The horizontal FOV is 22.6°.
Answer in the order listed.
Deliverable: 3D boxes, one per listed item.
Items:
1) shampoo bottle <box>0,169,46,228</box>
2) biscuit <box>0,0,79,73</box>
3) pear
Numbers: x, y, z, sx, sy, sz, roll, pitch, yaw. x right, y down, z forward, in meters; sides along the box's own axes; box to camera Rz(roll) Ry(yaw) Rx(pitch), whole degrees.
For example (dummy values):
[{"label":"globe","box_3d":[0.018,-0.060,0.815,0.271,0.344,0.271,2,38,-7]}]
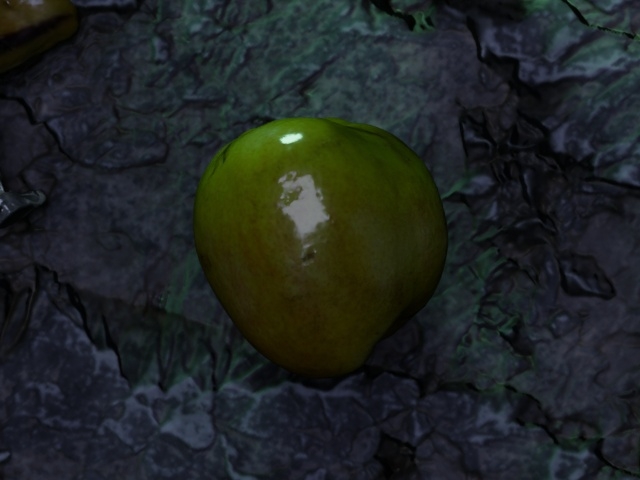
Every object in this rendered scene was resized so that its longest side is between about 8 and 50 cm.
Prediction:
[{"label":"shampoo bottle","box_3d":[-0.304,-0.098,1.288,0.063,0.057,0.208,-36,83,-23]},{"label":"biscuit","box_3d":[-0.305,-0.202,1.279,0.174,0.039,0.183,-31,80,-24]},{"label":"pear","box_3d":[0.000,0.000,1.183,0.200,0.200,0.200,-1,84,6]}]
